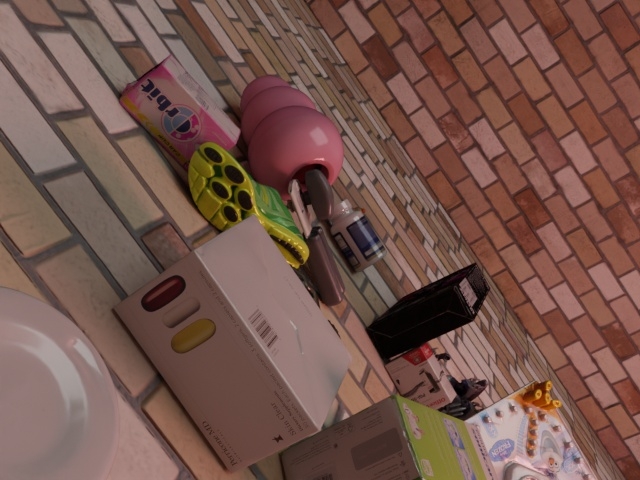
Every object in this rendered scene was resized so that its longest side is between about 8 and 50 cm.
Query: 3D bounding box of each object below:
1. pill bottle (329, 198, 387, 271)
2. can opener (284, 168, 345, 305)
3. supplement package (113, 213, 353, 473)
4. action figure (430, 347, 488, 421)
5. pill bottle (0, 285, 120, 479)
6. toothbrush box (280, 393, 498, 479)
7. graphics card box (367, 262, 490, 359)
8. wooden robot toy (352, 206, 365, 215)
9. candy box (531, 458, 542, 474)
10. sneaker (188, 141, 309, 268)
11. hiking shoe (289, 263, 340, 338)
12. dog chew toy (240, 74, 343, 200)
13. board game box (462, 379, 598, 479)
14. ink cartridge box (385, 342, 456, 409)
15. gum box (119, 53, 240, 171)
[{"bbox_3d":[0.083,-0.014,1.482,0.169,0.094,0.094,58,21,0],"label":"pill bottle"},{"bbox_3d":[0.000,0.000,1.207,0.074,0.093,0.280,-65,141,-64],"label":"can opener"},{"bbox_3d":[-0.103,0.128,0.807,0.262,0.145,0.204,55,21,-4],"label":"supplement package"},{"bbox_3d":[0.312,0.359,1.459,0.285,0.099,0.185,34,36,-40],"label":"action figure"},{"bbox_3d":[-0.247,0.139,0.341,0.136,0.245,0.136,46,24,-28],"label":"pill bottle"},{"bbox_3d":[0.112,0.347,0.887,0.283,0.206,0.122,33,31,-48],"label":"toothbrush box"},{"bbox_3d":[0.278,0.164,1.467,0.094,0.232,0.371,63,22,3],"label":"graphics card box"},{"bbox_3d":[0.091,-0.050,1.568,0.173,0.079,0.076,41,26,-34],"label":"wooden robot toy"},{"bbox_3d":[0.470,0.622,1.346,0.233,0.159,0.071,64,21,15],"label":"candy box"},{"bbox_3d":[-0.134,-0.060,1.085,0.295,0.109,0.123,51,12,-33],"label":"sneaker"},{"bbox_3d":[-0.039,0.135,1.019,0.227,0.086,0.114,53,18,-13],"label":"hiking shoe"},{"bbox_3d":[-0.083,-0.242,1.316,0.206,0.206,0.332,30,26,-50],"label":"dog chew toy"},{"bbox_3d":[0.444,0.536,1.251,0.390,0.050,0.390,-18,72,-30],"label":"board game box"},{"bbox_3d":[0.222,0.310,1.322,0.135,0.099,0.056,60,21,9],"label":"ink cartridge box"},{"bbox_3d":[-0.244,-0.218,1.037,0.188,0.107,0.062,47,23,-24],"label":"gum box"}]
